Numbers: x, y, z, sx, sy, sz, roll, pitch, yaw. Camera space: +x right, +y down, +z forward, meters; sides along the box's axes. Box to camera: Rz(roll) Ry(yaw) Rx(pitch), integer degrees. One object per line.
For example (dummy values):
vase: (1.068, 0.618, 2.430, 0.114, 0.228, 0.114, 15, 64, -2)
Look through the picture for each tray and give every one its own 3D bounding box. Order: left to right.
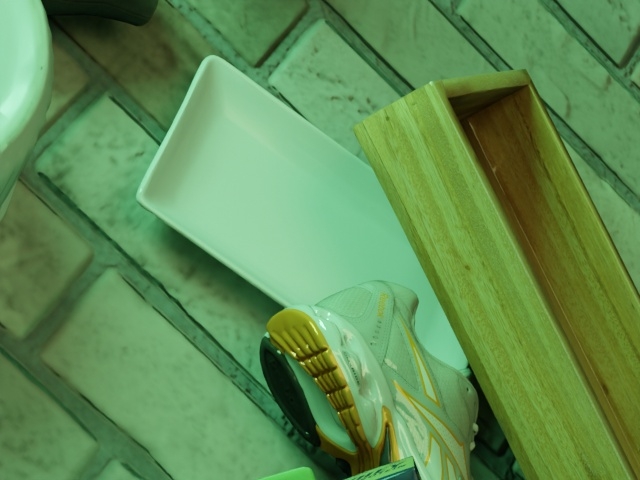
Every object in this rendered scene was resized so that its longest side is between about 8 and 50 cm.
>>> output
tray: (0.000, 0.000, 1.218, 0.270, 0.030, 0.145, 35, 52, -17)
tray: (0.175, 0.082, 1.220, 0.411, 0.076, 0.203, 63, 25, 4)

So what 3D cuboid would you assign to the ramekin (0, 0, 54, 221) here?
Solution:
ramekin: (-0.277, -0.103, 1.003, 0.273, 0.127, 0.273, 16, 60, -30)

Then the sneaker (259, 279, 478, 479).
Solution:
sneaker: (0.072, 0.143, 1.139, 0.121, 0.099, 0.262, -27, 94, -37)

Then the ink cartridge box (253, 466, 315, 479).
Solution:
ink cartridge box: (-0.063, 0.287, 0.973, 0.198, 0.115, 0.273, -11, 75, -39)

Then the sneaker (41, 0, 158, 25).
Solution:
sneaker: (-0.183, -0.243, 1.186, 0.118, 0.083, 0.222, 9, 62, -47)

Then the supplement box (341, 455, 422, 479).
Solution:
supplement box: (0.043, 0.177, 1.028, 0.056, 0.083, 0.083, -20, 87, 1)
